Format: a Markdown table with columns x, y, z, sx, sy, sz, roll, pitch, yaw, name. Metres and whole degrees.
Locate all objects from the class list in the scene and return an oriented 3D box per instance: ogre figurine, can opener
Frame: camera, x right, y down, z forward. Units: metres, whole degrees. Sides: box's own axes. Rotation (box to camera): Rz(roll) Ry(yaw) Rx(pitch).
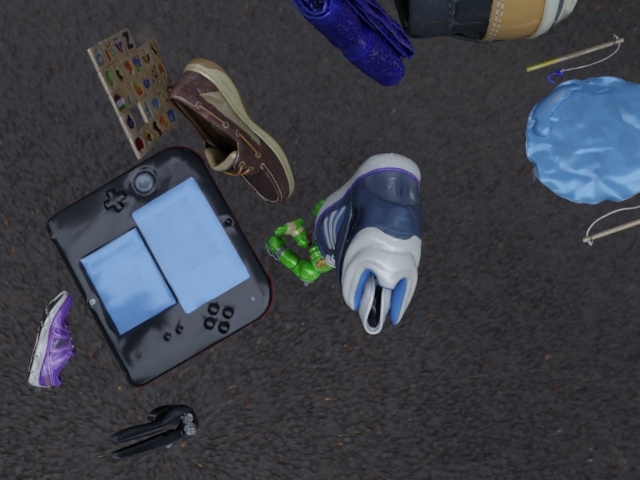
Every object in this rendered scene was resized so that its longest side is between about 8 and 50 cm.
| x | y | z | sx | sy | sz | roll | pitch | yaw | name |
| --- | --- | --- | --- | --- | --- | --- | --- | --- | --- |
| 0.000 | 0.000 | 1.467 | 0.197 | 0.097 | 0.118 | -31 | 80 | 2 | ogre figurine |
| -0.257 | 0.301 | 1.238 | 0.073 | 0.186 | 0.059 | -10 | 93 | 29 | can opener |

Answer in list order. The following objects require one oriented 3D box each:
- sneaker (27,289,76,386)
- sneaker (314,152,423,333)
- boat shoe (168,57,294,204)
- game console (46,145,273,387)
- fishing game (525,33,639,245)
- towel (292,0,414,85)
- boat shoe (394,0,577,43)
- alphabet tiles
| x | y | z | sx | sy | sz | roll | pitch | yaw | name |
| --- | --- | --- | --- | --- | --- | --- | --- | --- | --- |
| -0.448 | 0.168 | 1.360 | 0.071 | 0.068 | 0.169 | 13 | 96 | -24 | sneaker |
| 0.058 | 0.040 | 1.200 | 0.130 | 0.322 | 0.236 | 14 | 61 | -11 | sneaker |
| -0.170 | -0.174 | 1.497 | 0.123 | 0.342 | 0.123 | 7 | 54 | 37 | boat shoe |
| -0.309 | 0.043 | 1.554 | 0.342 | 0.060 | 0.386 | -30 | 83 | -1 | game console |
| 0.374 | -0.134 | 1.090 | 0.189 | 0.041 | 0.264 | -21 | 79 | 9 | fishing game |
| 0.013 | -0.323 | 0.984 | 0.076 | 0.308 | 0.227 | -33 | 76 | 15 | towel |
| 0.072 | -0.369 | 0.763 | 0.156 | 0.186 | 0.500 | -16 | 57 | -4 | boat shoe |
| -0.320 | -0.275 | 1.419 | 0.009 | 0.237 | 0.198 | -14 | 113 | 18 | alphabet tiles |
